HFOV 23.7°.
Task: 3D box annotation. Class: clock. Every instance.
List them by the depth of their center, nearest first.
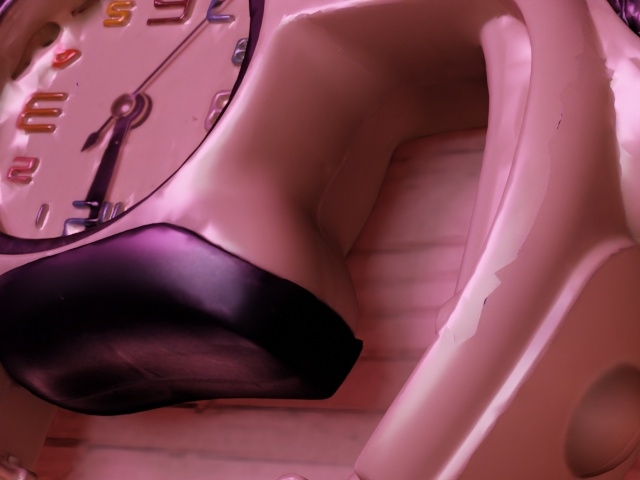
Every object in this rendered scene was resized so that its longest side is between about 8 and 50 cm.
[{"bbox_3d":[0.000,0.000,0.512,0.379,0.120,0.276,5,67,37],"label":"clock"}]
